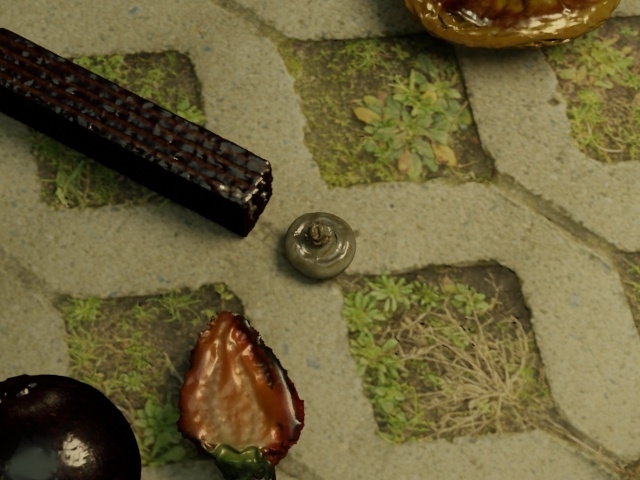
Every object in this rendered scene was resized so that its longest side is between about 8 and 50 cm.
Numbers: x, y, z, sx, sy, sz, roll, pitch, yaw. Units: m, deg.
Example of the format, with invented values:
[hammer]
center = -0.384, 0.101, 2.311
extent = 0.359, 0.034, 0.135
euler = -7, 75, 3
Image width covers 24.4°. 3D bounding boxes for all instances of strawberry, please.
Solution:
[strawberry]
center = -0.089, 0.186, 1.647
extent = 0.140, 0.085, 0.192
euler = -40, 69, -9

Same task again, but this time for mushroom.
[mushroom]
center = 0.000, 0.000, 1.732
extent = 0.085, 0.079, 0.085
euler = 1, 64, -2

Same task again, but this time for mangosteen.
[mangosteen]
center = -0.289, 0.270, 1.548
extent = 0.228, 0.228, 0.265
euler = -17, 107, -10

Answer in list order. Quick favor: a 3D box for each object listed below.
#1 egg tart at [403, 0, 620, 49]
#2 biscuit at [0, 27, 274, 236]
[egg tart]
center = 0.239, -0.374, 1.861
extent = 0.339, 0.153, 0.352
euler = 17, 68, 5
[biscuit]
center = -0.237, -0.129, 1.759
extent = 0.388, 0.107, 0.073
euler = 28, 72, 9
